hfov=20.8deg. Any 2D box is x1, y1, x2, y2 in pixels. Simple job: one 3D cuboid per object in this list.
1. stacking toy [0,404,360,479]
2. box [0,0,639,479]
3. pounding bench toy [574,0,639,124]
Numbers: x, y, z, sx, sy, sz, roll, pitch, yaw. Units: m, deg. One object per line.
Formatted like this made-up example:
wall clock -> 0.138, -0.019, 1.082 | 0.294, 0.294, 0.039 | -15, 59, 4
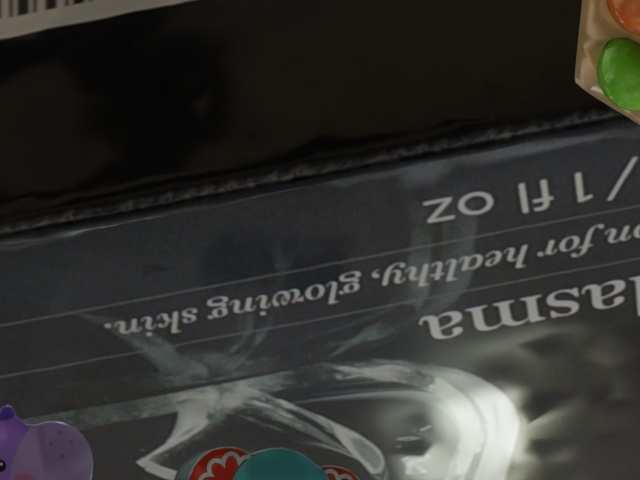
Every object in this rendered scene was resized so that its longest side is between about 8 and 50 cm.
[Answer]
stacking toy -> -0.049, 0.069, 0.468 | 0.167, 0.221, 0.052 | 156, -56, -64
box -> 0.000, 0.000, 0.776 | 0.480, 0.471, 0.297 | -11, -124, 6
pounding bench toy -> 0.078, -0.059, 0.367 | 0.083, 0.052, 0.065 | 35, -117, 27
